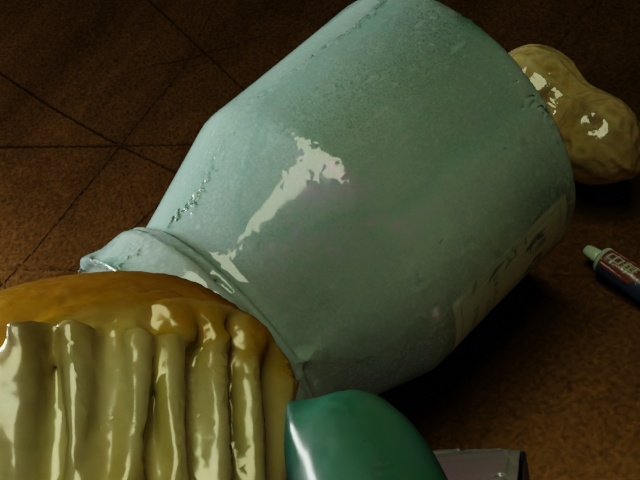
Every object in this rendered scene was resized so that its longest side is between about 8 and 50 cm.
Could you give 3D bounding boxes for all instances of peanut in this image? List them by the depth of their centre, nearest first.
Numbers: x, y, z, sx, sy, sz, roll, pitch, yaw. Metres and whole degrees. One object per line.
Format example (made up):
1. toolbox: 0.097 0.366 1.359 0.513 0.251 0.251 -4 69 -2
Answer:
1. peanut: 0.204 -0.109 0.901 0.089 0.089 0.193 -30 43 -11

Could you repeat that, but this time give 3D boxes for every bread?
1. bread: -0.147 0.174 0.576 0.388 0.236 0.183 -48 37 38

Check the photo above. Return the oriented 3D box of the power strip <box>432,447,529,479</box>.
1. power strip: 0.062 0.160 0.604 0.109 0.279 0.038 -7 88 11

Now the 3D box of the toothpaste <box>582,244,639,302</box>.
1. toothpaste: 0.251 0.040 0.793 0.037 0.021 0.140 -39 50 -16

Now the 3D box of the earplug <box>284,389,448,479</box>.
1. earplug: 0.006 0.218 0.416 0.280 0.257 0.164 -33 22 40

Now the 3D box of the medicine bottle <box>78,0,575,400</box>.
1. medicine bottle: 0.000 0.000 0.755 0.290 0.245 0.245 -40 48 -22
